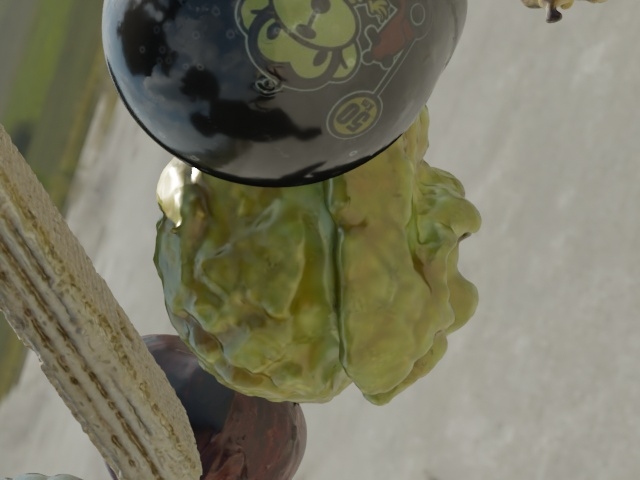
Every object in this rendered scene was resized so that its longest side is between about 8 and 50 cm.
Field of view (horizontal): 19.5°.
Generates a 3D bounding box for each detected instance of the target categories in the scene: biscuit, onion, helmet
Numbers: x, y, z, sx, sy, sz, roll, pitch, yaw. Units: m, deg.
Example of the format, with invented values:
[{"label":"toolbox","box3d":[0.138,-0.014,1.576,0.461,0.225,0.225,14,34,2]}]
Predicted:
[{"label":"biscuit","box3d":[-0.234,0.059,1.679,0.078,0.426,0.144,-29,29,2]},{"label":"onion","box3d":[-0.157,0.225,2.251,0.221,0.281,0.281,81,-157,-75]},{"label":"helmet","box3d":[-0.045,-0.121,1.207,0.279,0.230,0.160,-27,36,46]}]

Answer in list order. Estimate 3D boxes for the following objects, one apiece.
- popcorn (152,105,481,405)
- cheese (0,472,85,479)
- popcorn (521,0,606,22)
[{"label":"popcorn","box3d":[-0.003,-0.007,1.474,0.282,0.247,0.282,2,93,35]},{"label":"cheese","box3d":[-0.163,0.325,1.180,0.292,0.332,0.153,-41,-6,33]},{"label":"popcorn","box3d":[0.221,-0.286,1.750,0.148,0.167,0.152,112,179,-65]}]
